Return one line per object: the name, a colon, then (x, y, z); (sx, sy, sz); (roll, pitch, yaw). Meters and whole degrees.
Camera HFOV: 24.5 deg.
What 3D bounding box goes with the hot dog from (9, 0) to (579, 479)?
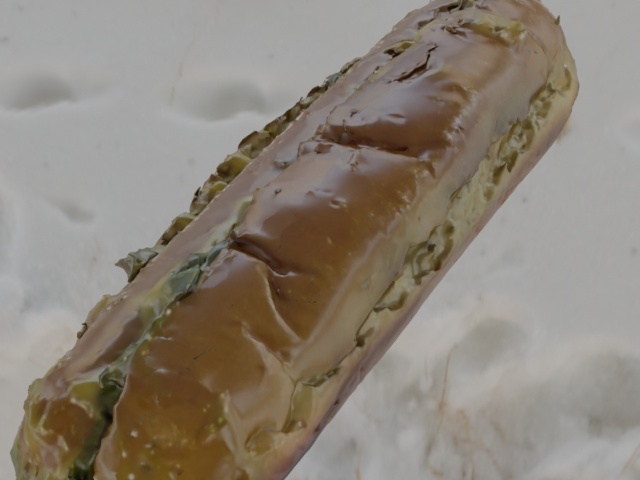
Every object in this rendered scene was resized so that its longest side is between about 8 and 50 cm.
hot dog: (0.000, 0.000, 0.468); (0.072, 0.115, 0.269); (56, 46, -15)
